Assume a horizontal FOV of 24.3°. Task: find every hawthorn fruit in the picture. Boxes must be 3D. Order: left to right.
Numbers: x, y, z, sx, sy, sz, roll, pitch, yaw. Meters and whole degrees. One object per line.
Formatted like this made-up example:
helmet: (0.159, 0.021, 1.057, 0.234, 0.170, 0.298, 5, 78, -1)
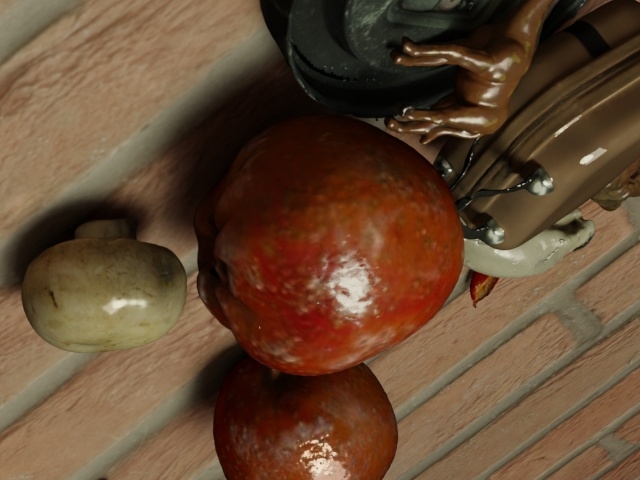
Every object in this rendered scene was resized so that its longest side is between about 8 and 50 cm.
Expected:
hawthorn fruit: (-0.032, 0.242, 1.846, 0.231, 0.235, 0.263, -44, 148, 23)
hawthorn fruit: (0.000, 0.000, 1.488, 0.284, 0.284, 0.284, -25, 150, -15)

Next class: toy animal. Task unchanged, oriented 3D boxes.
toy animal: (0.174, -0.198, 1.410, 0.229, 0.066, 0.224, -10, 126, -20)

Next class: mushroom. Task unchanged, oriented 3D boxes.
mushroom: (-0.216, 0.045, 1.478, 0.166, 0.127, 0.166, -7, 157, -3)

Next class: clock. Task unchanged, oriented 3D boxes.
clock: (0.121, -0.273, 1.380, 0.386, 0.076, 0.386, -25, 150, -15)

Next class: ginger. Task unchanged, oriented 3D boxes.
ginger: (0.382, -0.096, 1.933, 0.290, 0.084, 0.122, 15, 104, -50)

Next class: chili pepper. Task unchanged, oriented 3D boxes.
chili pepper: (0.241, 0.001, 1.944, 0.268, 0.059, 0.050, 105, 7, -53)

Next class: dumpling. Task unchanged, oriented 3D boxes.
dumpling: (0.205, -0.015, 1.813, 0.247, 0.142, 0.172, 8, 161, -15)

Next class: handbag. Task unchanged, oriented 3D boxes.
handbag: (0.235, -0.103, 1.592, 0.283, 0.149, 0.302, -34, 172, -25)
